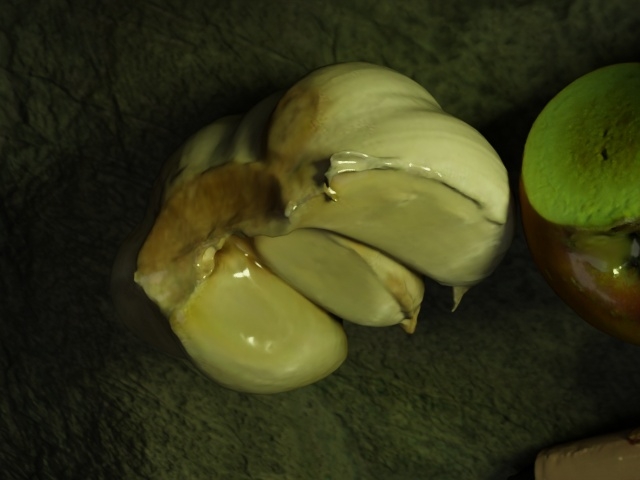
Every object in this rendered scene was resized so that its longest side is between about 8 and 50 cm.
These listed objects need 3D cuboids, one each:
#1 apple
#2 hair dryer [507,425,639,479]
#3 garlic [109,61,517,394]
[{"bbox_3d":[0.196,-0.018,0.738,0.146,0.147,0.163,-27,111,40],"label":"apple"},{"bbox_3d":[0.245,0.141,0.898,0.189,0.106,0.344,47,139,-16],"label":"hair dryer"},{"bbox_3d":[-0.007,-0.008,0.844,0.281,0.184,0.203,-39,132,24],"label":"garlic"}]
